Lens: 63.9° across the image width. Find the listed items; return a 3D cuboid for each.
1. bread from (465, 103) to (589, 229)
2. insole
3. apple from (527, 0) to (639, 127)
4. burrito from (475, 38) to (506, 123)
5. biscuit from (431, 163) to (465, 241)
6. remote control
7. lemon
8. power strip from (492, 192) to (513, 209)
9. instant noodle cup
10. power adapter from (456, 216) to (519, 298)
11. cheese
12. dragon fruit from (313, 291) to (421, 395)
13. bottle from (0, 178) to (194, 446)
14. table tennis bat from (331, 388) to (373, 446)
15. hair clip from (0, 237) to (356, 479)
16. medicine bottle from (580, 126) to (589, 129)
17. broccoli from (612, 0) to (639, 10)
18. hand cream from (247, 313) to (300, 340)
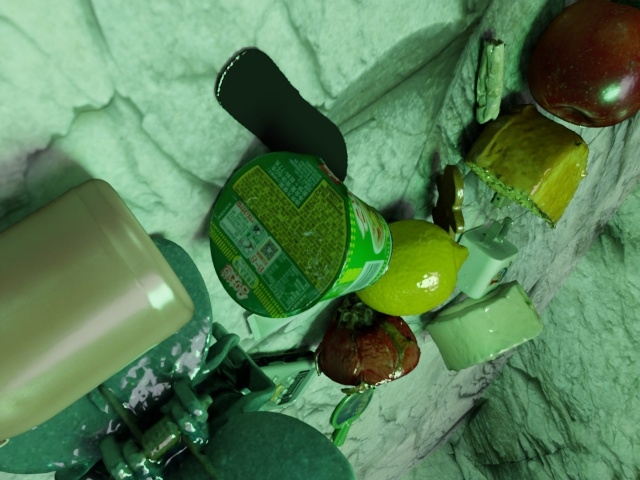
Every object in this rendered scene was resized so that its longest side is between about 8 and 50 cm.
[{"bbox_3d":[0.440,-0.164,1.058,0.179,0.194,0.340,-54,147,11],"label":"bread"},{"bbox_3d":[-0.033,-0.138,0.690,0.109,0.007,0.322,-50,148,2],"label":"insole"},{"bbox_3d":[0.494,-0.316,0.932,0.218,0.218,0.202,2,114,-52],"label":"apple"},{"bbox_3d":[0.298,-0.275,0.906,0.186,0.045,0.041,69,32,-54],"label":"burrito"},{"bbox_3d":[0.256,-0.066,1.006,0.031,0.138,0.205,-10,143,-1],"label":"biscuit"},{"bbox_3d":[-0.116,0.284,1.008,0.296,0.056,0.140,10,115,-55],"label":"remote control"},{"bbox_3d":[0.161,0.052,0.975,0.243,0.187,0.187,-11,144,2],"label":"lemon"},{"bbox_3d":[0.481,-0.148,1.287,0.076,0.028,0.169,-18,136,-39],"label":"power strip"},{"bbox_3d":[0.000,0.000,0.718,0.207,0.207,0.232,-56,154,13],"label":"instant noodle cup"},{"bbox_3d":[0.426,0.028,1.321,0.129,0.125,0.205,-17,138,-39],"label":"power adapter"},{"bbox_3d":[0.459,0.232,1.442,0.292,0.153,0.332,-27,173,-4],"label":"cheese"},{"bbox_3d":[0.090,0.185,1.050,0.223,0.218,0.148,-15,106,-26],"label":"dragon fruit"},{"bbox_3d":[-0.281,0.097,0.490,0.296,0.173,0.207,-37,153,-18],"label":"bottle"},{"bbox_3d":[0.085,0.531,1.549,0.160,0.039,0.257,-13,132,-41],"label":"table tennis bat"},{"bbox_3d":[-0.198,0.254,0.675,0.318,0.392,0.238,-39,174,-16],"label":"hair clip"},{"bbox_3d":[0.653,-0.340,1.235,0.080,0.080,0.131,-11,133,-44],"label":"medicine bottle"},{"bbox_3d":[0.705,-0.410,1.032,0.297,0.297,0.298,24,61,-53],"label":"broccoli"},{"bbox_3d":[-0.037,0.106,0.919,0.204,0.050,0.078,-31,145,-19],"label":"hand cream"}]
